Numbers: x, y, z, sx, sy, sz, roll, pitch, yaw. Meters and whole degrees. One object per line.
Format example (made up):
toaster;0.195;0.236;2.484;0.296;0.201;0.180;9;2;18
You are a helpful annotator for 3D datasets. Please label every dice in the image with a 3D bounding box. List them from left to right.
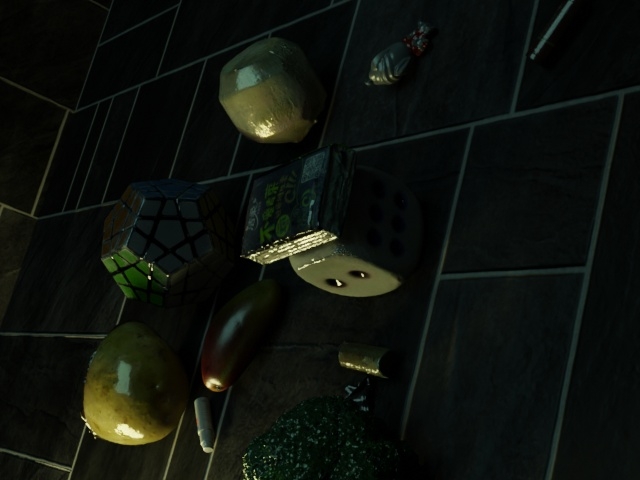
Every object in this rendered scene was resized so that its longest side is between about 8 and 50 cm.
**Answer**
dice;0.063;-0.014;1.895;0.192;0.194;0.193;-18;54;48

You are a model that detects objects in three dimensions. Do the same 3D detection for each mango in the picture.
mango;-0.174;0.192;2.177;0.267;0.111;0.133;-58;21;2

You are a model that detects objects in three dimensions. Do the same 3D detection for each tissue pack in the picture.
tissue pack;-0.041;-0.062;1.829;0.236;0.073;0.173;-21;53;49

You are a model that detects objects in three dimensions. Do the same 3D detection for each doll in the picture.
doll;0.162;-0.376;2.105;0.180;0.079;0.094;-43;38;9

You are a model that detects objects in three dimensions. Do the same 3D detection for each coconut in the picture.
coconut;-0.100;-0.325;2.320;0.227;0.230;0.227;-28;24;14

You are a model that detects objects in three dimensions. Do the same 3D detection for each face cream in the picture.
face cream;-0.247;0.397;2.216;0.034;0.034;0.130;-47;38;27

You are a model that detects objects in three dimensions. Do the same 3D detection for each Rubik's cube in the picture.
Rubik's cube;-0.352;0.004;2.404;0.319;0.319;0.264;34;123;57

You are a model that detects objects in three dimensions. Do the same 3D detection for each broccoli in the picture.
broccoli;0.012;0.378;1.668;0.295;0.245;0.265;-18;13;29

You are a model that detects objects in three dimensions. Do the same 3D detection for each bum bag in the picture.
bum bag;0.050;0.329;1.823;0.087;0.049;0.197;-23;51;41

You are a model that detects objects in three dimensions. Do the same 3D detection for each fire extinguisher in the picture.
fire extinguisher;0.413;-0.374;1.772;0.157;0.045;0.078;-57;12;15

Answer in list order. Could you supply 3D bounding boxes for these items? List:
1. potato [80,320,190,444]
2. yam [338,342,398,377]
potato;-0.399;0.336;2.324;0.243;0.243;0.285;5;67;56
yam;0.086;0.213;1.846;0.132;0.054;0.054;3;72;57
